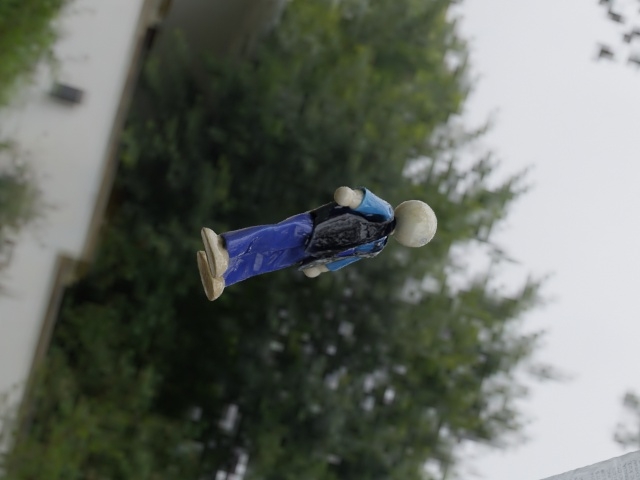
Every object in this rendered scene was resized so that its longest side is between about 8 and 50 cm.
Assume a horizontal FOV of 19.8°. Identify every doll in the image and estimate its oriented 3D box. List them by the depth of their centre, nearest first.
[{"bbox_3d":[0.000,0.000,1.427,0.129,0.189,0.046,106,-32,-61],"label":"doll"}]

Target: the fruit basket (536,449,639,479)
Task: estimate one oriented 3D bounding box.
[{"bbox_3d":[0.311,0.327,1.544,0.165,0.353,0.327,180,-103,-74],"label":"fruit basket"}]
